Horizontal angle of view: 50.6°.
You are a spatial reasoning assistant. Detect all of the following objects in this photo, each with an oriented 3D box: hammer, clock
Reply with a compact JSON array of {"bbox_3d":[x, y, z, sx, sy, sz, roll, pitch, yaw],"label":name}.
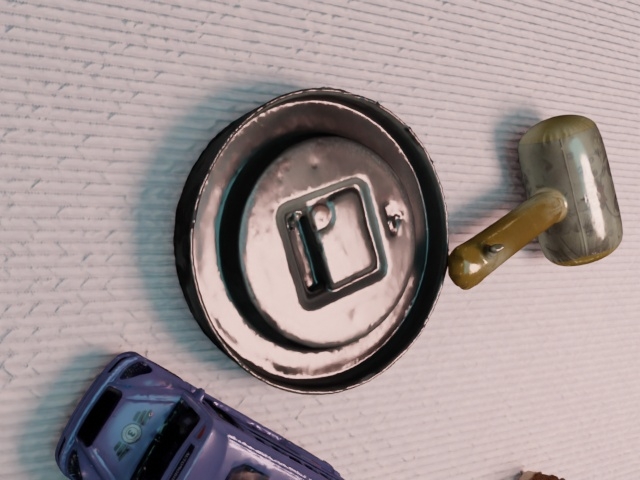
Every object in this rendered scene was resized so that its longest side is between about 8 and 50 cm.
[{"bbox_3d":[0.258,-0.027,0.841,0.305,0.113,0.202,-28,103,-34],"label":"hammer"},{"bbox_3d":[0.001,0.001,0.725,0.318,0.066,0.319,-2,94,-31],"label":"clock"}]

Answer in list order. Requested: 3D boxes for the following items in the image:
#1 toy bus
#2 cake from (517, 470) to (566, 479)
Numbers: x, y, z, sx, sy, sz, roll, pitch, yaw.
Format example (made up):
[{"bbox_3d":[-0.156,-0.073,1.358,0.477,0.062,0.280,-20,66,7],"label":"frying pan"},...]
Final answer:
[{"bbox_3d":[-0.092,0.226,0.640,0.292,0.133,0.125,38,74,-27],"label":"toy bus"},{"bbox_3d":[0.307,0.392,0.885,0.135,0.147,0.135,-38,112,-25],"label":"cake"}]
